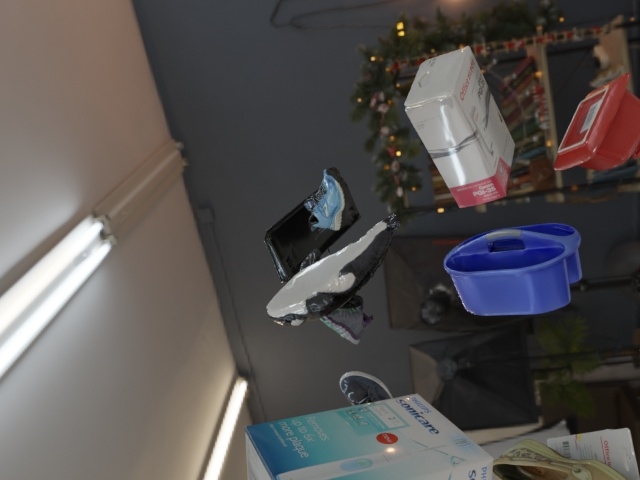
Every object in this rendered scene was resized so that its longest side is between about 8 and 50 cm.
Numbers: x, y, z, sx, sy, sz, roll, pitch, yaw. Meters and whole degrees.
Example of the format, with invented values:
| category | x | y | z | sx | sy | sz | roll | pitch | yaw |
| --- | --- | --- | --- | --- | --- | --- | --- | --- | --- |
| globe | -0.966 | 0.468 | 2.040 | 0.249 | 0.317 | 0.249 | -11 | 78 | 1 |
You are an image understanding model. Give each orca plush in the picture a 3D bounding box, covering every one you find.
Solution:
| category | x | y | z | sx | sy | sz | roll | pitch | yaw |
| --- | --- | --- | --- | --- | --- | --- | --- | --- | --- |
| orca plush | 0.044 | 0.069 | 1.187 | 0.102 | 0.287 | 0.151 | 47 | 175 | -32 |

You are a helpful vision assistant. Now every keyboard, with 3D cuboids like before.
| category | x | y | z | sx | sy | sz | roll | pitch | yaw |
| --- | --- | --- | --- | --- | --- | --- | --- | --- | --- |
| keyboard | 0.000 | 0.000 | 1.481 | 0.317 | 0.033 | 0.201 | -41 | -68 | -45 |

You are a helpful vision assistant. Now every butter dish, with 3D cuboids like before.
| category | x | y | z | sx | sy | sz | roll | pitch | yaw |
| --- | --- | --- | --- | --- | --- | --- | --- | --- | --- |
| butter dish | 0.491 | -0.177 | 1.118 | 0.160 | 0.118 | 0.160 | -64 | 2 | -3 |

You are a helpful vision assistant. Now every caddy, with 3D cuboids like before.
| category | x | y | z | sx | sy | sz | roll | pitch | yaw |
| --- | --- | --- | --- | --- | --- | --- | --- | --- | --- |
| caddy | 0.478 | 0.053 | 1.648 | 0.241 | 0.341 | 0.179 | -43 | -63 | -46 |

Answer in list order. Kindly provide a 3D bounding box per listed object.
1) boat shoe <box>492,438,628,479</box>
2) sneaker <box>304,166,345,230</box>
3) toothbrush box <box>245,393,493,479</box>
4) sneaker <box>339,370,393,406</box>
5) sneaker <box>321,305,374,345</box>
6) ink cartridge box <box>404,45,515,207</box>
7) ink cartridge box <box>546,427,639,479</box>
| category | x | y | z | sx | sy | sz | roll | pitch | yaw |
| --- | --- | --- | --- | --- | --- | --- | --- | --- | --- |
| boat shoe | 0.412 | 0.421 | 1.125 | 0.285 | 0.089 | 0.104 | -4 | 99 | 64 |
| sneaker | 0.007 | -0.073 | 1.272 | 0.162 | 0.073 | 0.063 | 96 | 167 | -50 |
| toothbrush box | 0.062 | 0.340 | 0.948 | 0.216 | 0.296 | 0.126 | -149 | 57 | -67 |
| sneaker | 0.130 | 0.398 | 1.464 | 0.226 | 0.086 | 0.163 | 43 | -164 | -8 |
| sneaker | 0.050 | 0.175 | 1.656 | 0.083 | 0.098 | 0.224 | 35 | 174 | 43 |
| ink cartridge box | 0.315 | -0.248 | 1.465 | 0.283 | 0.117 | 0.207 | 54 | -140 | -30 |
| ink cartridge box | 0.504 | 0.400 | 1.194 | 0.181 | 0.062 | 0.104 | -34 | 51 | 52 |
